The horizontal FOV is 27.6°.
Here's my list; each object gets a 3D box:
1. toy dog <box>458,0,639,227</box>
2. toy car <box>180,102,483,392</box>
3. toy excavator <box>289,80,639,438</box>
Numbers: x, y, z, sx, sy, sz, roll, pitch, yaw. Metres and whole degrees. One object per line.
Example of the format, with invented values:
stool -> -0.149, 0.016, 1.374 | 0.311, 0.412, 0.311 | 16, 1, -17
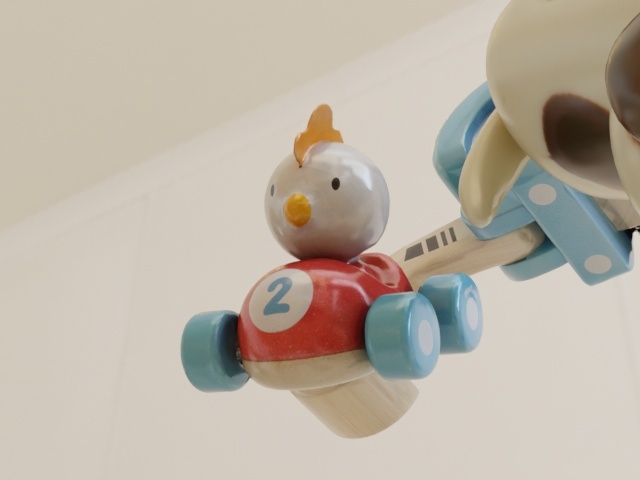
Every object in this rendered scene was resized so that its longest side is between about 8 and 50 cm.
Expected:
toy dog -> 0.263, -0.129, 0.904 | 0.395, 0.284, 0.408 | -31, -159, 7
toy car -> 0.000, 0.000, 1.145 | 0.219, 0.238, 0.210 | -7, -177, 27
toy excavator -> 0.187, -0.023, 1.373 | 0.445, 0.222, 0.433 | -26, -147, 30
